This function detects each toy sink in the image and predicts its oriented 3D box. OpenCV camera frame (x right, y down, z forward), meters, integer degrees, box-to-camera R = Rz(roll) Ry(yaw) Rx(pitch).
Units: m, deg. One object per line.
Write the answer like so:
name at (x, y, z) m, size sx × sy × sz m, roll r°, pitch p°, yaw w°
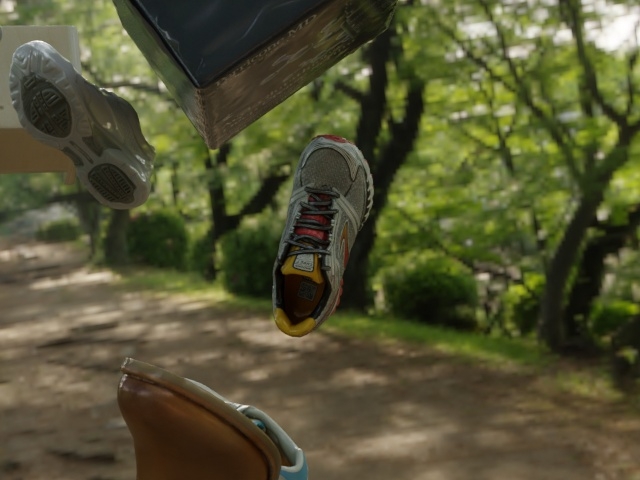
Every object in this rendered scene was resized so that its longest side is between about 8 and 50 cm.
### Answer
toy sink at (-0.411, -0.183, 1.818) m, size 0.131 × 0.153 × 0.234 m, roll -3°, pitch -17°, yaw -16°

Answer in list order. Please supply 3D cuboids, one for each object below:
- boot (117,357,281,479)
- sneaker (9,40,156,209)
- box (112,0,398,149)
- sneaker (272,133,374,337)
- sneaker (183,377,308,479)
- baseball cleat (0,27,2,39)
boot at (-0.125, 0.234, 0.944) m, size 0.109 × 0.283 × 0.220 m, roll 23°, pitch 62°, yaw 28°
sneaker at (-0.277, -0.148, 1.518) m, size 0.090 × 0.232 × 0.115 m, roll -19°, pitch 33°, yaw 25°
box at (-0.075, -0.299, 1.500) m, size 0.293 × 0.212 × 0.395 m, roll -36°, pitch -3°, yaw -5°
sneaker at (0.000, 0.000, 1.345) m, size 0.088 × 0.225 × 0.093 m, roll 11°, pitch 18°, yaw 8°
sneaker at (-0.104, 0.222, 1.505) m, size 0.228 × 0.092 × 0.087 m, roll 32°, pitch 50°, yaw 21°
baseball cleat at (-0.342, -0.246, 1.217) m, size 0.072 × 0.206 × 0.109 m, roll 23°, pitch 10°, yaw 23°
